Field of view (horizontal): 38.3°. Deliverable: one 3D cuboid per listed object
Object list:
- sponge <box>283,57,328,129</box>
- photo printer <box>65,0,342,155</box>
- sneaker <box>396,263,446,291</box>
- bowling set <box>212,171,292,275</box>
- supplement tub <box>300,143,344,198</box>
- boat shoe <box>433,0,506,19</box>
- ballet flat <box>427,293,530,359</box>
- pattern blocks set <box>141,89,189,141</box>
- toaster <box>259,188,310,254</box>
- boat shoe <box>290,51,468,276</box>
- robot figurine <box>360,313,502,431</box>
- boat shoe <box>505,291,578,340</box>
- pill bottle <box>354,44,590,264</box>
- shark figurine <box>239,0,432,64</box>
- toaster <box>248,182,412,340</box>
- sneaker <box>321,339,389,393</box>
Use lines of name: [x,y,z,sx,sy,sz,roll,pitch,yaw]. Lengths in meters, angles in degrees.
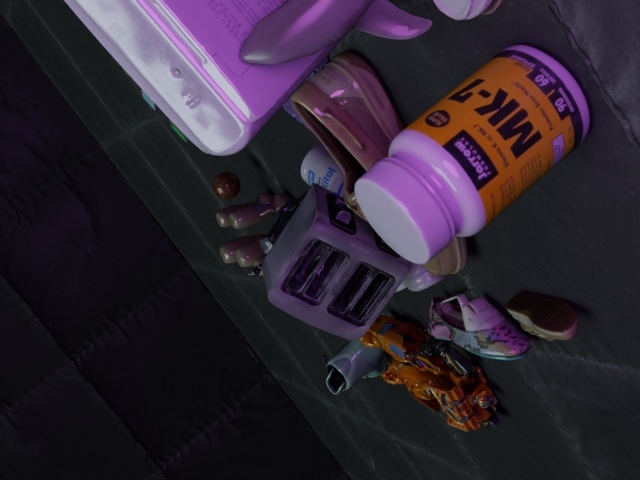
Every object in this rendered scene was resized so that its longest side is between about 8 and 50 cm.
sponge: [-0.027,-0.235,1.296,0.117,0.031,0.210,41,162,30]
photo printer: [-0.091,-0.266,0.927,0.256,0.308,0.107,48,138,-15]
sneaker: [0.120,0.029,1.434,0.094,0.080,0.212,64,156,-4]
bowling set: [-0.110,-0.051,1.797,0.287,0.154,0.200,18,126,64]
supplement tub: [0.028,-0.093,1.389,0.107,0.071,0.071,37,159,38]
boat shoe: [0.085,-0.291,0.731,0.113,0.103,0.302,39,160,37]
ballet flat: [0.221,0.119,1.353,0.221,0.076,0.079,12,119,66]
pattern blocks set: [-0.341,-0.330,1.949,0.285,0.026,0.325,44,163,22]
toaster: [0.000,0.000,1.467,0.146,0.129,0.227,47,-160,-9]
boat shoe: [0.077,-0.077,1.217,0.341,0.110,0.121,57,163,-19]
robot figurine: [0.198,0.240,1.639,0.291,0.085,0.211,26,152,56]
boat shoe: [0.287,0.101,1.164,0.045,0.050,0.135,53,174,-20]
pill bottle: [0.140,-0.079,0.862,0.119,0.208,0.119,45,163,17]
shark figurine: [0.029,-0.287,0.808,0.166,0.278,0.116,9,173,4]
toaster: [0.015,0.037,1.320,0.168,0.186,0.110,27,-159,-19]
sneaker: [0.065,0.262,1.932,0.094,0.151,0.256,44,164,18]
